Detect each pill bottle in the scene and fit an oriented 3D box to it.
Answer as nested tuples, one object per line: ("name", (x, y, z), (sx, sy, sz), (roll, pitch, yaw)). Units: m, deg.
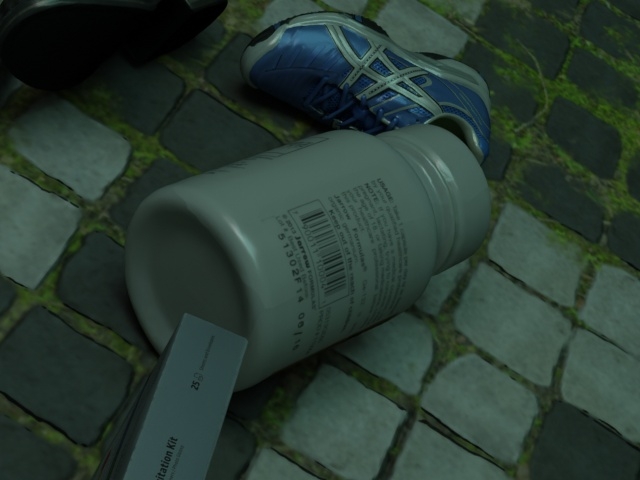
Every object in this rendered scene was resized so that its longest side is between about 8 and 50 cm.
("pill bottle", (0.000, 0.000, 0.926), (0.229, 0.131, 0.131), (-22, 67, -41))

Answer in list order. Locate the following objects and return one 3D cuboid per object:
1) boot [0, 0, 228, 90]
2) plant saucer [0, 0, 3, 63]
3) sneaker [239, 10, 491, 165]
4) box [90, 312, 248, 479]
("boot", (-0.193, -0.227, 0.997), (0.229, 0.091, 0.263), (54, 25, 3))
("plant saucer", (-0.343, -0.263, 0.901), (0.400, 0.100, 0.400), (52, 22, -32))
("sneaker", (0.042, -0.109, 1.082), (0.211, 0.080, 0.081), (11, 45, -21))
("box", (-0.099, 0.144, 0.700), (0.038, 0.186, 0.145), (24, 45, -8))
